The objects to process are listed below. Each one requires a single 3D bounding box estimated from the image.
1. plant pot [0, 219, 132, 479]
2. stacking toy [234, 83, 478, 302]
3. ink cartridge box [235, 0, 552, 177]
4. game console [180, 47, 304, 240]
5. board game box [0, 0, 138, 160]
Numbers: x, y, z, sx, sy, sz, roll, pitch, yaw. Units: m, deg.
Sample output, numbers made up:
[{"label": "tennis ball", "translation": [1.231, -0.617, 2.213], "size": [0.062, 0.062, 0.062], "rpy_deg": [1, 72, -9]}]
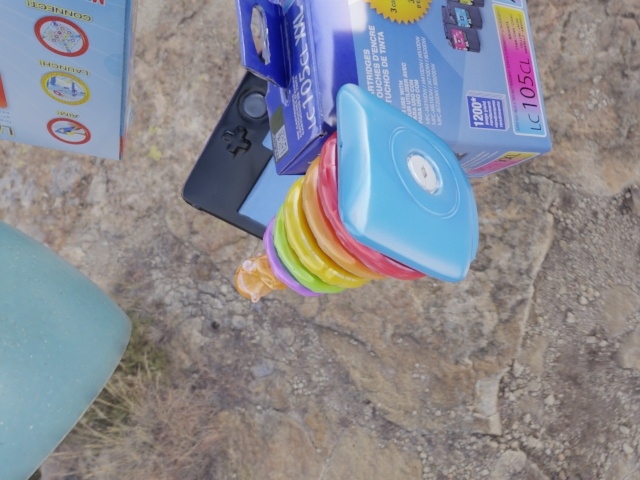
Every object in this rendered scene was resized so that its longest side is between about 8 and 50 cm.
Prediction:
[{"label": "plant pot", "translation": [-0.293, 0.069, 0.318], "size": [0.290, 0.290, 0.195], "rpy_deg": [-22, 113, 30]}, {"label": "stacking toy", "translation": [0.000, 0.000, 0.586], "size": [0.301, 0.165, 0.175], "rpy_deg": [-33, 46, 41]}, {"label": "ink cartridge box", "translation": [0.076, -0.223, 0.690], "size": [0.151, 0.395, 0.270], "rpy_deg": [153, 113, -64]}, {"label": "game console", "translation": [-0.007, -0.125, 0.980], "size": [0.342, 0.386, 0.060], "rpy_deg": [-57, 20, 17]}, {"label": "board game box", "translation": [-0.313, -0.214, 0.454], "size": [0.302, 0.308, 0.086], "rpy_deg": [127, 148, -55]}]
